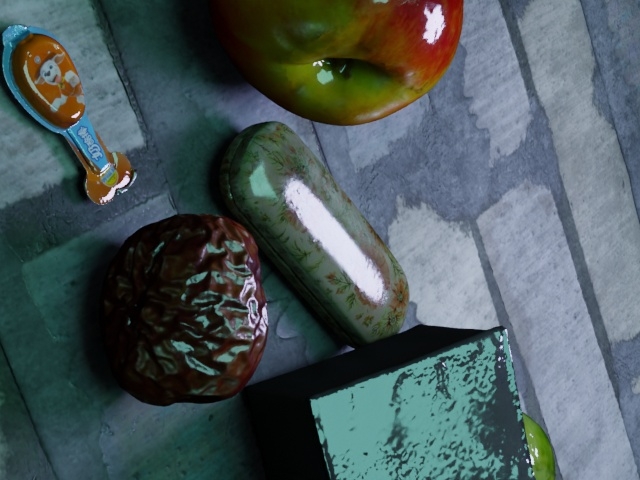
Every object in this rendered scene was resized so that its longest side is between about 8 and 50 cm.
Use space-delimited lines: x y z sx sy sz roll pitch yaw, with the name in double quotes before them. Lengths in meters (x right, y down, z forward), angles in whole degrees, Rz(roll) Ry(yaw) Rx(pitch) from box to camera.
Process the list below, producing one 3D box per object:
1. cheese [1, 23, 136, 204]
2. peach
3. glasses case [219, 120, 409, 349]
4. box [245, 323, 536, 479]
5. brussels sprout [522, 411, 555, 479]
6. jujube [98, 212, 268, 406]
"cheese" -0.314 -0.159 1.461 0.106 0.037 0.256 -51 121 -38
"peach" 0.030 -0.362 1.663 0.388 0.388 0.388 9 78 -48
"glasses case" 0.000 0.000 1.757 0.425 0.098 0.156 50 51 -33
"box" 0.100 0.283 1.682 0.345 0.204 0.251 -15 96 -30
"brussels sprout" 0.284 0.386 1.961 0.244 0.244 0.244 9 78 -48
"jujube" -0.167 0.088 1.463 0.213 0.213 0.232 12 68 -48
